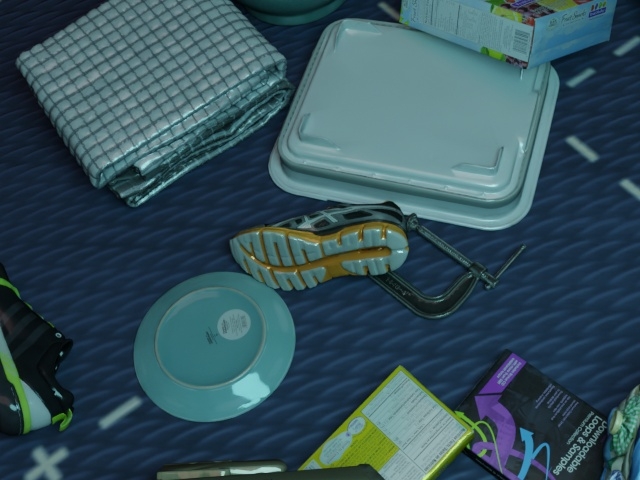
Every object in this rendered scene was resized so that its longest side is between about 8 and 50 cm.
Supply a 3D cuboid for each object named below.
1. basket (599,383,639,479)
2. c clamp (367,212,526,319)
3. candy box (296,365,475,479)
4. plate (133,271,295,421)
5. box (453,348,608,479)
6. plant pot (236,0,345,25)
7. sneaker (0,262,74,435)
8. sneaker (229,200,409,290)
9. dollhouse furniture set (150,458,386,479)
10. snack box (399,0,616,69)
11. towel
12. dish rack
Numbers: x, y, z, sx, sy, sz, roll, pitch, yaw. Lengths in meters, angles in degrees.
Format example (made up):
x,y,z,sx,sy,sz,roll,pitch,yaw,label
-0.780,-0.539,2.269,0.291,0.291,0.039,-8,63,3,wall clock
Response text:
x,y,z,sx,sy,sz,roll,pitch,yaw,label
0.349,0.209,0.758,0.201,0.289,0.254,28,59,-10,basket
0.132,0.022,1.075,0.161,0.022,0.137,32,74,24,c clamp
0.047,0.233,0.934,0.206,0.027,0.105,-44,63,-9,candy box
-0.122,0.112,1.051,0.188,0.024,0.188,-4,57,7,plate
0.221,0.199,0.944,0.162,0.029,0.116,35,69,24,box
-0.048,-0.422,1.270,0.293,0.196,0.293,-3,58,5,plant pot
-0.334,0.120,1.061,0.097,0.084,0.234,-8,55,-25,sneaker
0.000,0.000,1.073,0.215,0.084,0.083,-3,37,16,sneaker
-0.045,0.353,0.797,0.198,0.286,0.303,-2,83,-4,dollhouse furniture set
0.232,-0.292,1.165,0.175,0.070,0.207,-25,40,-37,snack box
-0.210,-0.197,1.202,0.284,0.121,0.235,-36,66,-10,towel
0.118,-0.167,1.165,0.333,0.072,0.285,12,60,14,dish rack
